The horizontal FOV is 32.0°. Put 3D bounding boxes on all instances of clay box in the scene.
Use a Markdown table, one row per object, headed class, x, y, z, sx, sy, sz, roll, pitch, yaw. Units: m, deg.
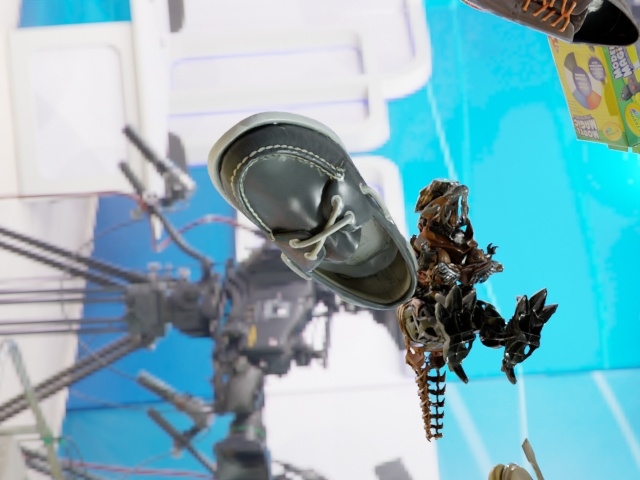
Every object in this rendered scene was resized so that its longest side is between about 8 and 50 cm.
| class | x | y | z | sx | sy | sz | roll | pitch | yaw |
| --- | --- | --- | --- | --- | --- | --- | --- | --- | --- |
| clay box | 0.372 | -0.210 | 1.477 | 0.127 | 0.053 | 0.222 | 26 | -42 | 68 |

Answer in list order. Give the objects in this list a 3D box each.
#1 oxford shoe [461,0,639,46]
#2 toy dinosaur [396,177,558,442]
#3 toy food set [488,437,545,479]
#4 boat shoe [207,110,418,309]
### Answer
| class | x | y | z | sx | sy | sz | roll | pitch | yaw |
| --- | --- | --- | --- | --- | --- | --- | --- | --- | --- |
| oxford shoe | 0.255 | -0.283 | 1.271 | 0.096 | 0.271 | 0.098 | -67 | -148 | 26 |
| toy dinosaur | 0.171 | 0.090 | 1.423 | 0.218 | 0.164 | 0.321 | 21 | -52 | 61 |
| toy food set | 0.282 | 0.379 | 1.609 | 0.192 | 0.039 | 0.132 | -32 | 100 | -62 |
| boat shoe | 0.009 | -0.019 | 1.009 | 0.302 | 0.114 | 0.091 | 29 | 24 | -55 |
